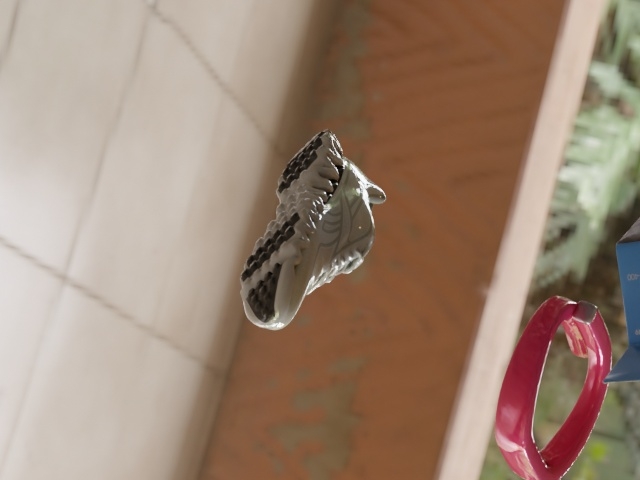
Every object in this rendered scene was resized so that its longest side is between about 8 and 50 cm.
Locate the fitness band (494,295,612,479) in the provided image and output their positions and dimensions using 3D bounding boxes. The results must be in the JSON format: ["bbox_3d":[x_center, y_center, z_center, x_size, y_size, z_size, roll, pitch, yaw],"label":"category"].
[{"bbox_3d":[0.290,0.189,2.292,0.209,0.054,0.291,-63,153,-16],"label":"fitness band"}]

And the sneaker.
[{"bbox_3d":[0.000,0.000,2.006,0.110,0.118,0.292,-39,-161,38],"label":"sneaker"}]

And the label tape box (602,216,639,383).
[{"bbox_3d":[0.439,0.007,1.878,0.334,0.241,0.106,-42,115,-44],"label":"label tape box"}]
